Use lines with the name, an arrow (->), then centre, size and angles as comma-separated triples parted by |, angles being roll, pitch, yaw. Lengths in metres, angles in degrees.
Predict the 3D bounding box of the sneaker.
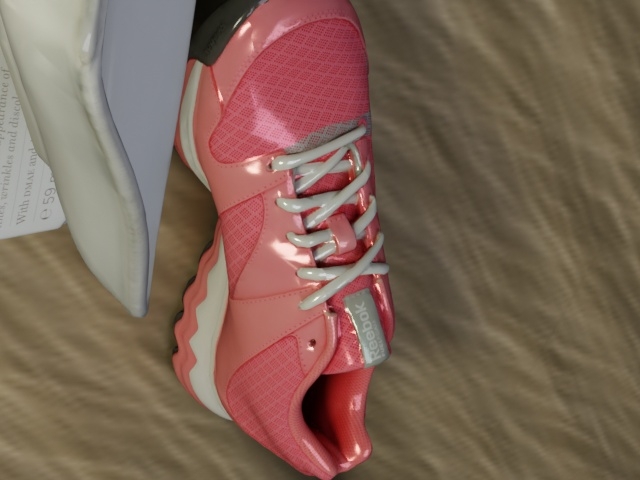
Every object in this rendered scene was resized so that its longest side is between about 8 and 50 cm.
sneaker -> 0.000, 0.000, 1.033 | 0.116, 0.136, 0.314 | -23, 136, -28

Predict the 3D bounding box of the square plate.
square plate -> -0.061, -0.171, 0.644 | 0.049, 0.344, 0.347 | 6, 167, -2

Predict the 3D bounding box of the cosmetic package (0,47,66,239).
cosmetic package -> -0.221, -0.051, 0.830 | 0.231, 0.085, 0.117 | -14, 132, -35
